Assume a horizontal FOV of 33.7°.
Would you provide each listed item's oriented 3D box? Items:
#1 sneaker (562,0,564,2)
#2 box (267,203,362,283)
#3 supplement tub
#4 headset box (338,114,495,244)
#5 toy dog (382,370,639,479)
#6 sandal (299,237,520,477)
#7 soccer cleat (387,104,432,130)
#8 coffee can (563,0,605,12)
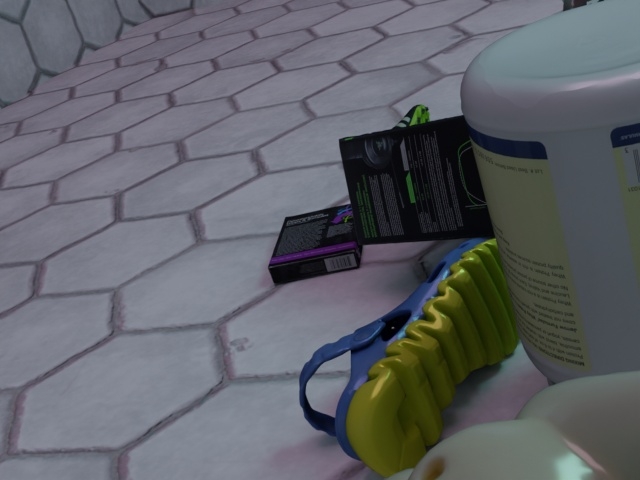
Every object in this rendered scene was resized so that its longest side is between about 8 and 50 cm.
[{"bbox_3d":[0.496,-0.413,1.621,0.236,0.322,0.130,-39,12,-28],"label":"sneaker"},{"bbox_3d":[0.000,0.000,1.403,0.116,0.029,0.162,-11,25,12],"label":"box"},{"bbox_3d":[0.259,-0.015,0.862,0.236,0.324,0.235,-15,23,6],"label":"supplement tub"},{"bbox_3d":[0.196,-0.086,1.204,0.246,0.131,0.283,-15,6,-36],"label":"headset box"},{"bbox_3d":[0.017,0.266,0.465,0.395,0.284,0.408,7,35,46],"label":"toy dog"},{"bbox_3d":[0.088,0.094,1.011,0.138,0.126,0.317,-2,26,42],"label":"sandal"},{"bbox_3d":[0.124,-0.162,1.647,0.072,0.060,0.179,-6,28,28],"label":"soccer cleat"},{"bbox_3d":[0.476,-0.294,1.320,0.275,0.201,0.201,-20,16,43],"label":"coffee can"}]
